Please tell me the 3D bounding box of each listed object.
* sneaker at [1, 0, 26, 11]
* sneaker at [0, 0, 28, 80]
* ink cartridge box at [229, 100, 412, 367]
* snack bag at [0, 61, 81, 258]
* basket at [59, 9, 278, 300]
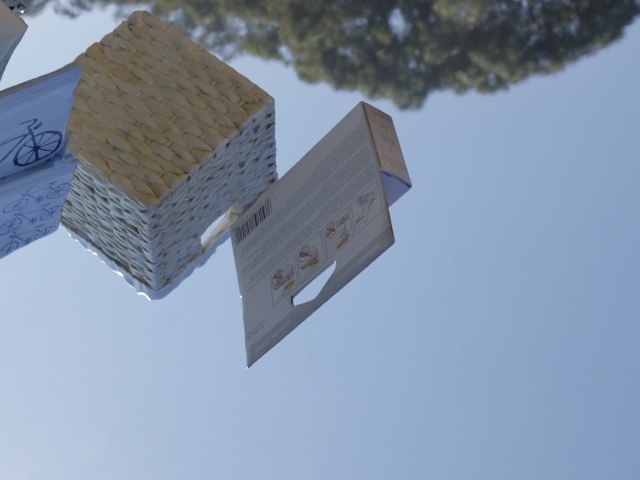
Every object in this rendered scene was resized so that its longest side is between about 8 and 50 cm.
[{"bbox_3d":[-0.561,-0.448,1.955,0.281,0.115,0.105,-62,-172,-16],"label":"sneaker"},{"bbox_3d":[-0.510,-0.211,1.428,0.292,0.169,0.108,-45,-164,6],"label":"sneaker"},{"bbox_3d":[0.000,0.000,1.479,0.296,0.066,0.261,-42,-139,31],"label":"ink cartridge box"},{"bbox_3d":[-0.403,-0.039,1.218,0.323,0.037,0.342,-30,163,-35],"label":"snack bag"},{"bbox_3d":[-0.282,-0.146,1.853,0.331,0.266,0.328,37,-117,17],"label":"basket"}]
